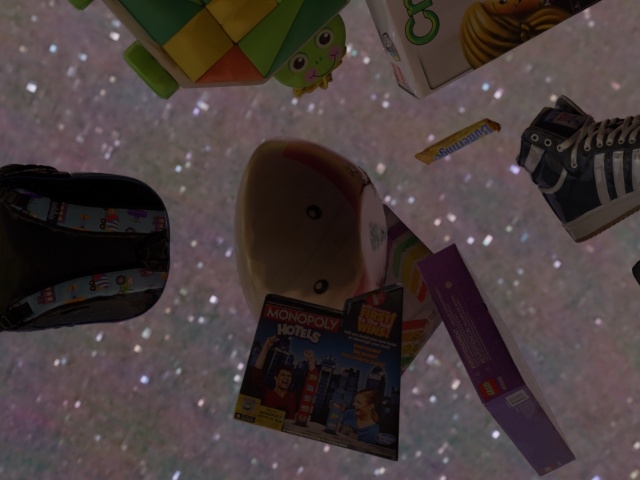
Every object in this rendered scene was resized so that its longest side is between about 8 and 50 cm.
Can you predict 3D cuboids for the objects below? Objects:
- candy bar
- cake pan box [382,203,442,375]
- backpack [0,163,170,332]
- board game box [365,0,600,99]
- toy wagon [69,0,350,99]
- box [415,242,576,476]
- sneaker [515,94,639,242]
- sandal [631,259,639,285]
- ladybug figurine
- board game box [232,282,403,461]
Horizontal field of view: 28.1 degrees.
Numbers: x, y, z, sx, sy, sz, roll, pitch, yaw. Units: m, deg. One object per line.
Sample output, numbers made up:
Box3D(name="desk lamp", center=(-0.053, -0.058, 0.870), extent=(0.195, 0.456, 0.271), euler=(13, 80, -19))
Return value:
Box3D(name="candy bar", center=(0.224, -0.161, 2.073), extent=(0.040, 0.161, 0.018), euler=(25, -126, -38))
Box3D(name="cake pan box", center=(0.084, 0.105, 2.117), extent=(0.246, 0.267, 0.070), euler=(45, 168, -29))
Box3D(name="backpack", center=(-0.237, 0.004, 1.225), extent=(0.173, 0.158, 0.117), euler=(-3, -172, -22))
Box3D(name="board game box", center=(0.099, -0.282, 0.957), extent=(0.193, 0.305, 0.053), euler=(-30, -149, -9))
Box3D(name="toy wagon", center=(-0.063, -0.236, 1.077), extent=(0.068, 0.267, 0.344), euler=(46, 178, 46))
Box3D(name="box", center=(0.218, 0.153, 1.558), extent=(0.293, 0.057, 0.201), euler=(50, -166, -56))
Box3D(name="sneaker", center=(0.332, -0.114, 1.427), extent=(0.153, 0.282, 0.099), euler=(50, -129, -1))
Box3D(name="sandal", center=(0.357, 0.089, 1.272), extent=(0.179, 0.040, 0.067), euler=(47, 164, -28))
Box3D(name="ladybug figurine", center=(0.000, 0.000, 1.786), extent=(0.161, 0.305, 0.449), euler=(-7, -174, 11))
Box3D(name="board game box", center=(0.018, 0.130, 1.446), extent=(0.194, 0.194, 0.060), euler=(16, -179, -4))
